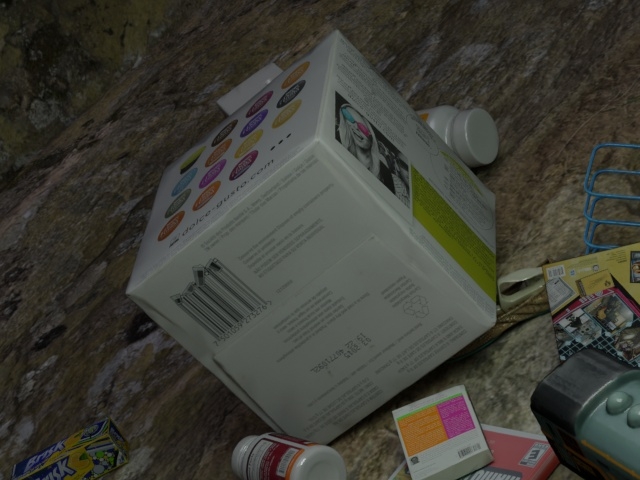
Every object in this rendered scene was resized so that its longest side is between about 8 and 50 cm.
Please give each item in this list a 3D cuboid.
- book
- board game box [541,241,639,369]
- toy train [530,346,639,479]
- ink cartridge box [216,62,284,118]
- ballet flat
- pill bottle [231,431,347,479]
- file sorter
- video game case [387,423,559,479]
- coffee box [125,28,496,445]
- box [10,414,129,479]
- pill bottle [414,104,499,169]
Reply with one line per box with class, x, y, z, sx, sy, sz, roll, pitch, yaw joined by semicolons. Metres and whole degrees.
book;0.144;0.233;1.956;0.096;0.035;0.144;-26;26;6
board game box;0.382;0.082;1.876;0.243;0.165;0.042;-14;-10;32
toy train;0.339;0.230;1.615;0.142;0.190;0.334;-38;26;-10
ink cartridge box;-0.028;-0.118;2.544;0.115;0.273;0.198;-35;25;-5
ballet flat;0.230;0.084;2.137;0.206;0.067;0.073;-31;26;5
pill bottle;-0.043;0.287;2.067;0.086;0.086;0.152;-45;28;-25
file sorter;0.376;-0.020;2.004;0.104;0.170;0.118;5;38;15
video game case;0.128;0.319;1.888;0.204;0.025;0.285;4;44;51
coffee box;0.000;0.000;2.158;0.337;0.338;0.334;-37;21;24
box;-0.364;0.324;2.394;0.169;0.059;0.054;-28;24;9
pill bottle;0.167;-0.145;2.553;0.208;0.117;0.117;-9;34;40
